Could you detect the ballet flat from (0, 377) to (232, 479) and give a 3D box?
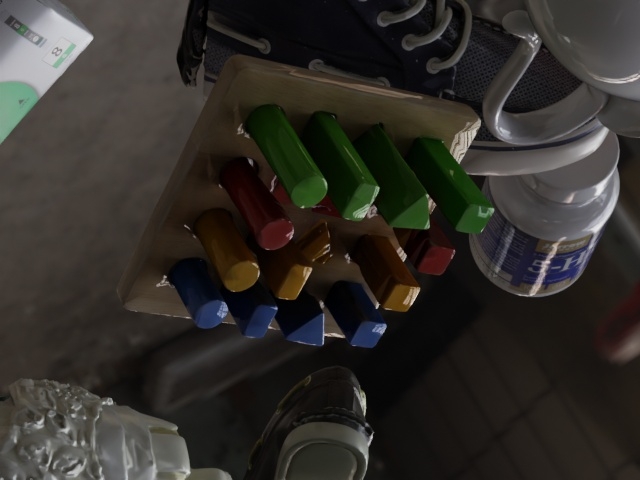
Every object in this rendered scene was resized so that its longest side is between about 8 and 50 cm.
[{"bbox_3d":[-0.160,0.217,1.728,0.147,0.147,0.409,-32,150,4],"label":"ballet flat"}]

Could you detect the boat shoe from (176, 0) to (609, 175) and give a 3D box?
[{"bbox_3d":[0.061,-0.156,1.425,0.340,0.127,0.158,9,141,0],"label":"boat shoe"}]

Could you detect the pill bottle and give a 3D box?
[{"bbox_3d":[0.194,-0.037,1.630,0.112,0.112,0.187,-25,159,-16],"label":"pill bottle"}]

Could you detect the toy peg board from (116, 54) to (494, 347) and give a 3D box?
[{"bbox_3d":[0.000,0.000,1.028,0.161,0.079,0.161,9,122,-33],"label":"toy peg board"}]

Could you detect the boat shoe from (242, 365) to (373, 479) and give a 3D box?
[{"bbox_3d":[-0.015,0.174,1.404,0.081,0.069,0.228,14,143,-12],"label":"boat shoe"}]

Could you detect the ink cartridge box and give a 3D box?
[{"bbox_3d":[-0.325,-0.163,1.704,0.181,0.056,0.224,-47,158,7],"label":"ink cartridge box"}]

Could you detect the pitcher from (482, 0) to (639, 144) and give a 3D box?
[{"bbox_3d":[0.161,-0.123,1.077,0.177,0.125,0.207,-22,154,10],"label":"pitcher"}]
